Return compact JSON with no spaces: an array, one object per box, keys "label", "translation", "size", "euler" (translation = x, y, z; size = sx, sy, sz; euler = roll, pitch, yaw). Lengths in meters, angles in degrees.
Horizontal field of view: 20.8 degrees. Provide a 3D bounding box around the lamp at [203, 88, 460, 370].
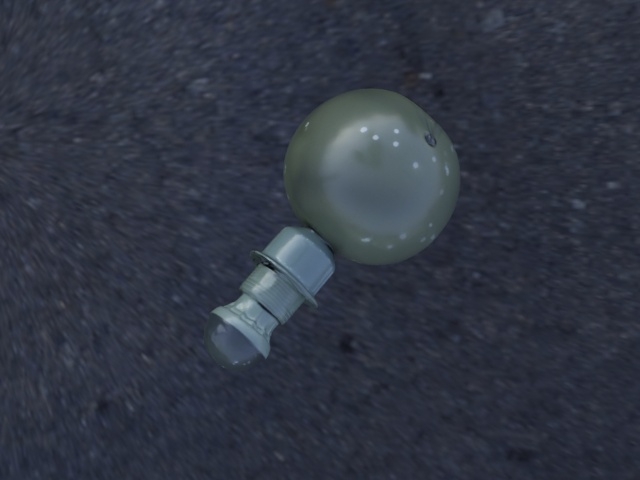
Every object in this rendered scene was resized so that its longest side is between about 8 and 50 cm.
[{"label":"lamp","translation":[0.000,0.000,0.884],"size":[0.091,0.091,0.163],"euler":[41,80,-11]}]
